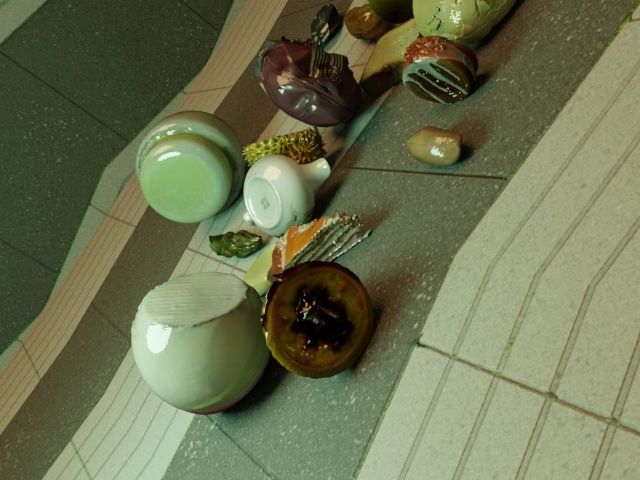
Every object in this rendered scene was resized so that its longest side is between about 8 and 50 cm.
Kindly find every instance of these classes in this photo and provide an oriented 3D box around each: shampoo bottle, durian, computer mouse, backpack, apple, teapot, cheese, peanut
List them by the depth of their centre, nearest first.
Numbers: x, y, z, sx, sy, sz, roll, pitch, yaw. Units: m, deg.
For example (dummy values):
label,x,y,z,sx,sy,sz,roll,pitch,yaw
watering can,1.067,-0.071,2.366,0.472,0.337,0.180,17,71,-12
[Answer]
label,x,y,z,sx,sy,sz,roll,pitch,yaw
peanut,0.232,-0.186,1.622,0.076,0.076,0.152,-57,31,-6
cheese,-0.163,0.105,1.971,0.255,0.050,0.127,-39,31,32
teapot,-0.099,-0.105,1.983,0.139,0.204,0.298,-25,-3,-42
backpack,-0.023,-0.390,2.021,0.197,0.283,0.317,-63,15,9
durian,-0.092,-0.202,2.097,0.183,0.138,0.249,-19,9,-27
apple,0.206,-0.671,2.134,0.157,0.196,0.196,-17,42,35
peanut,0.132,-0.618,2.307,0.108,0.095,0.226,-40,21,-6
shampoo bottle,-0.384,-0.227,2.441,0.322,0.322,0.317,-43,22,23
computer mouse,0.019,-0.679,2.612,0.105,0.062,0.192,-31,40,39

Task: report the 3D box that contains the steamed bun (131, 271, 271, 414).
label,x,y,z,sx,sy,sz,roll,pitch,yaw
steamed bun,-0.240,0.238,1.719,0.309,0.309,0.309,-40,29,27

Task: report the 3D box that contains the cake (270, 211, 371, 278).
label,x,y,z,sx,sy,sz,roll,pitch,yaw
cake,-0.005,-0.004,1.772,0.287,0.098,0.135,-30,34,42

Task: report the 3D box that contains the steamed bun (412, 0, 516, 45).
label,x,y,z,sx,sy,sz,roll,pitch,yaw
steamed bun,0.330,-0.572,1.819,0.273,0.166,0.232,-53,24,2

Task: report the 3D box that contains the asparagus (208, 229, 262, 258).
label,x,y,z,sx,sy,sz,roll,pitch,yaw
asparagus,-0.230,0.012,2.172,0.287,0.080,0.080,-9,51,55

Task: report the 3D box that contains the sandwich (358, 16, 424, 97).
label,x,y,z,sx,sy,sz,roll,pitch,yaw
sandwich,0.200,-0.461,2.026,0.214,0.065,0.186,-18,43,52

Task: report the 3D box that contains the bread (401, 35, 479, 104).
label,x,y,z,sx,sy,sz,roll,pitch,yaw
bread,0.246,-0.355,1.708,0.160,0.160,0.073,-14,52,54

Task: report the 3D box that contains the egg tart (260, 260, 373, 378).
label,x,y,z,sx,sy,sz,roll,pitch,yaw
egg tart,-0.021,0.146,1.515,0.215,0.215,0.171,-61,14,-15
